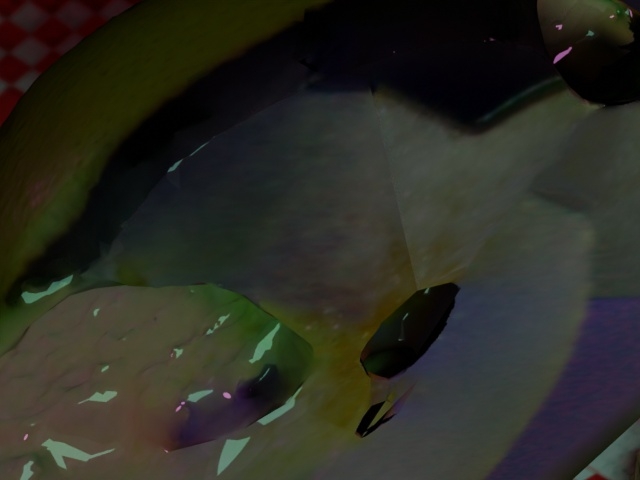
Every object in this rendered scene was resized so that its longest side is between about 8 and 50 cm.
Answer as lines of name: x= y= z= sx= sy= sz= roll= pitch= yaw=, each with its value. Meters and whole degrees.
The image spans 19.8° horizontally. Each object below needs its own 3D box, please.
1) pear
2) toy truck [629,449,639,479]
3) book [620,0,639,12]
pear: x=-0.004 y=0.000 z=0.860 sx=0.398 sy=0.165 sz=0.399 roll=-20 pitch=141 yaw=-17
toy truck: x=0.404 y=0.195 z=1.253 sx=0.405 sy=0.181 sz=0.254 roll=-12 pitch=132 yaw=3
book: x=0.143 y=-0.191 z=0.858 sx=0.264 sy=0.031 sz=0.379 roll=1 pitch=137 yaw=-16
